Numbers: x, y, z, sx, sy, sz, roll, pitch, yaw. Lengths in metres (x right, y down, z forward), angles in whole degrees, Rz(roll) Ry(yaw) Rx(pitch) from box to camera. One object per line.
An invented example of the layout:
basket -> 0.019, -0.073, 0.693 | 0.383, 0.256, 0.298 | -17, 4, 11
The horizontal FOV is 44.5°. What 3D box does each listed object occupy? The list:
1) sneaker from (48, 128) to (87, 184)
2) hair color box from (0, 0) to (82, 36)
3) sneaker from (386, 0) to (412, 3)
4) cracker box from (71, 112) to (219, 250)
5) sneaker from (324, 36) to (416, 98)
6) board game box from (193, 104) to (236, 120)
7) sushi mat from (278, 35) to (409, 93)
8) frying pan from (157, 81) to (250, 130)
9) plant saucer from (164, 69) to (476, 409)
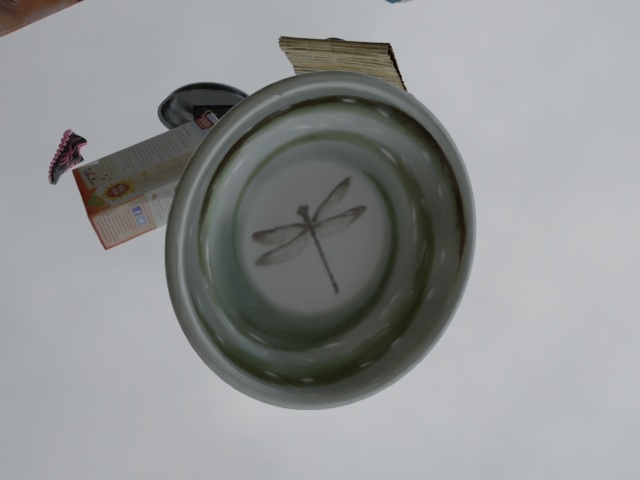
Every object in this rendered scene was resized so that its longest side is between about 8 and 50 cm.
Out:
sneaker -> -0.506, -0.162, 1.571 | 0.057, 0.047, 0.119 | 23, -98, -13
hair color box -> -0.143, -0.199, 0.472 | 0.167, 0.093, 0.053 | -18, -154, 16
sneaker -> 0.143, -0.344, 0.836 | 0.087, 0.092, 0.228 | 41, -83, 3
cracker box -> -0.230, -0.091, 1.138 | 0.232, 0.067, 0.155 | -25, -144, -11
sneaker -> 0.079, -0.309, 1.562 | 0.097, 0.276, 0.135 | -56, -146, 3
board game box -> -0.104, -0.140, 1.275 | 0.243, 0.042, 0.165 | 6, -78, 36
sushi mat -> 0.042, -0.291, 1.394 | 0.019, 0.151, 0.316 | -44, -144, -20
frying pan -> -0.132, -0.231, 1.426 | 0.326, 0.197, 0.053 | 0, -110, 1
plant saucer -> 0.000, 0.000, 0.947 | 0.400, 0.400, 0.100 | -43, -156, -12
